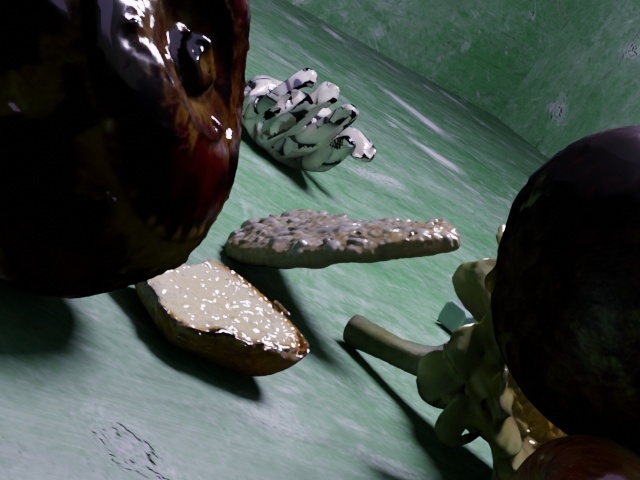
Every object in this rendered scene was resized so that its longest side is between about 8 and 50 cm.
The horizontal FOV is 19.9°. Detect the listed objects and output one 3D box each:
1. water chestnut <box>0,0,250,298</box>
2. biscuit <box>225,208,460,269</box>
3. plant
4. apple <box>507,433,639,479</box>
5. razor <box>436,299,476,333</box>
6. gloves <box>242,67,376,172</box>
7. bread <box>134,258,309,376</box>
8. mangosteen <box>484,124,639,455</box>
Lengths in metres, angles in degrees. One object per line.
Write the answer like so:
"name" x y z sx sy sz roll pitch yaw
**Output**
"water chestnut" -0.186 -0.106 1.198 0.300 0.300 0.300 33 11 -7
"biscuit" -0.005 0.000 1.575 0.133 0.032 0.250 -12 11 -35
"plant" 0.148 0.126 1.448 0.261 0.297 0.306 -78 158 -54
"apple" 0.172 0.200 1.181 0.131 0.146 0.146 44 10 -9
"razor" 0.203 0.082 1.986 0.111 0.056 0.278 41 13 24
"gloves" -0.021 -0.133 2.131 0.127 0.111 0.212 56 -4 -30
"bread" -0.082 0.056 1.319 0.126 0.044 0.129 15 24 -40
"mangosteen" 0.255 0.031 1.269 0.289 0.231 0.231 -4 32 -32
